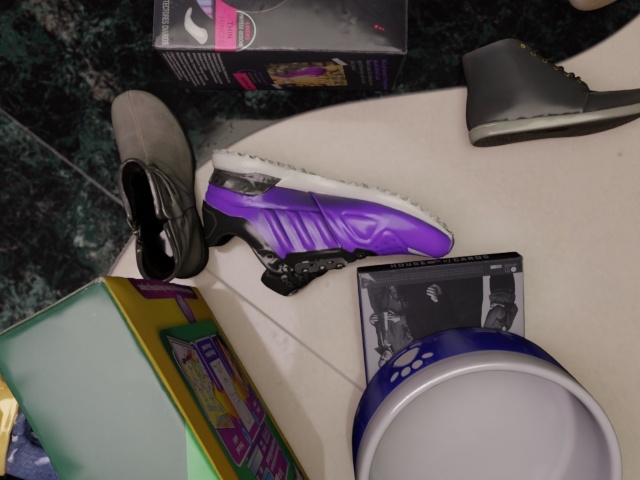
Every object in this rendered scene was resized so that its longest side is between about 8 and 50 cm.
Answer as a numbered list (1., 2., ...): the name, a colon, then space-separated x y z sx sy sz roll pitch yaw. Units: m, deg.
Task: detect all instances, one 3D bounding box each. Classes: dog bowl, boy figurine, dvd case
1. dog bowl: 0.166 0.230 0.720 0.265 0.104 0.264 -1 103 -3
2. boy figurine: -0.379 0.199 0.768 0.285 0.092 0.177 17 88 -2
3. dvd case: 0.139 0.137 0.766 0.179 0.029 0.238 -6 106 0

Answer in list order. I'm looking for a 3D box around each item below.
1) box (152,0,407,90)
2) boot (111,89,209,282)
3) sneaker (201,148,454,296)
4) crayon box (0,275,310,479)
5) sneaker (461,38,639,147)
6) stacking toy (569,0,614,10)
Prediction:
1. box: -0.041 -0.270 0.782 0.270 0.143 0.165 0 85 -1
2. boot: -0.184 -0.071 0.755 0.083 0.161 0.246 -18 85 -2
3. sneaker: 0.000 0.000 0.787 0.293 0.102 0.146 16 89 6
4. crayon box: -0.111 0.196 0.631 0.106 0.363 0.313 -30 85 -3
5. sneaker: 0.281 -0.185 0.805 0.222 0.083 0.118 -7 85 0
6. stacking toy: 0.284 -0.447 0.814 0.141 0.141 0.330 -28 79 -2
